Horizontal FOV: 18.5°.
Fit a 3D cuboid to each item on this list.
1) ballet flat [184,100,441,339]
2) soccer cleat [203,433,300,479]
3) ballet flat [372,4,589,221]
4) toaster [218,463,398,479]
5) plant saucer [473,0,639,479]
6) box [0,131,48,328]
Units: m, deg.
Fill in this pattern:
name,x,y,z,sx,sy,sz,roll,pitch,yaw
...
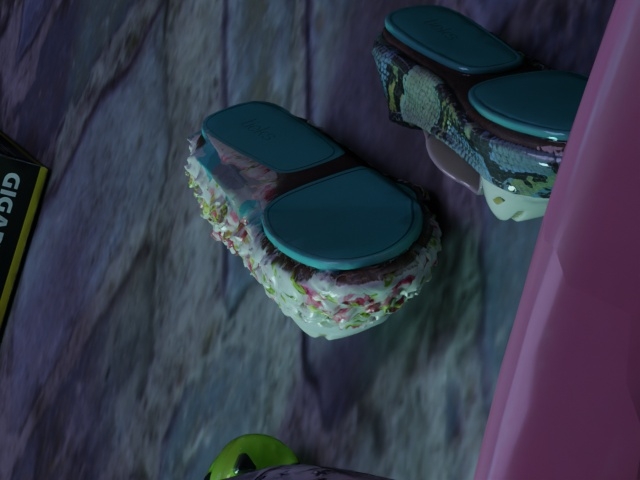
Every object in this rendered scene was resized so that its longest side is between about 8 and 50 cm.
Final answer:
name,x,y,z,sx,sy,sz,roll,pitch,yaw
ballet flat,0.000,0.000,0.912,0.241,0.091,0.077,-128,26,-65
soccer cleat,-0.045,0.179,0.922,0.072,0.060,0.179,141,144,-66
ballet flat,0.076,-0.043,0.790,0.070,0.070,0.188,-69,24,14
toaster,0.001,0.158,0.675,0.146,0.227,0.129,-24,55,39
plant saucer,0.114,0.044,0.447,0.332,0.084,0.332,15,-90,-71
box,-0.321,0.023,1.553,0.322,0.079,0.257,30,103,64
